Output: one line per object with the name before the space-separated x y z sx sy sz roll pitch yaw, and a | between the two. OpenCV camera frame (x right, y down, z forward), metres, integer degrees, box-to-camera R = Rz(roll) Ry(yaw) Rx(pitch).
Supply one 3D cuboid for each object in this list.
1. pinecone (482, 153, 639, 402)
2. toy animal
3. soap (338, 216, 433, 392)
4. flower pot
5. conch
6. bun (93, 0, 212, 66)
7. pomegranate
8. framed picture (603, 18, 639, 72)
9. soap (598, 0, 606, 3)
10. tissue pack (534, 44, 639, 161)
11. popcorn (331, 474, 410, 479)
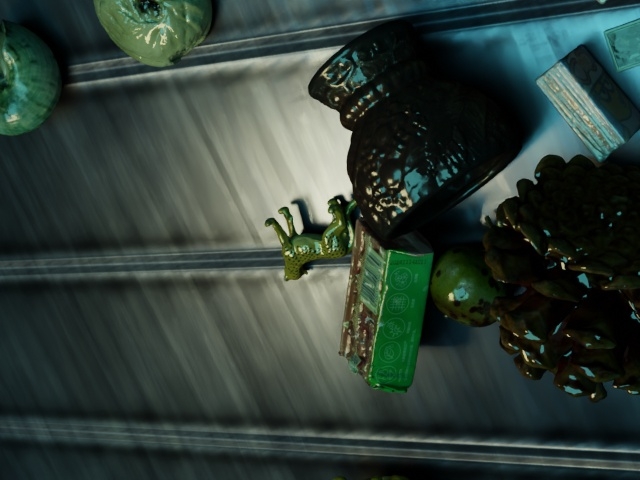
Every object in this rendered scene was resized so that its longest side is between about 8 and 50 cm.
pinecone | 0.402 0.083 1.613 0.384 0.384 0.384 11 115 24
toy animal | 0.000 0.000 1.954 0.181 0.073 0.136 -12 112 18
soap | 0.107 0.103 1.858 0.098 0.218 0.273 0 111 -16
flower pot | 0.128 -0.176 1.706 0.266 0.266 0.267 -41 77 34
conch | -0.567 -0.287 2.095 0.202 0.134 0.196 -43 46 39
bun | -0.297 -0.406 1.911 0.221 0.108 0.221 11 115 24
pomegranate | 0.257 0.059 1.804 0.148 0.148 0.169 42 86 7
framed picture | 0.463 -0.287 1.619 0.089 0.007 0.066 -15 102 31
soap | 0.356 -0.501 1.517 0.281 0.143 0.259 37 125 4
tissue pack | 0.394 -0.201 1.627 0.155 0.115 0.065 50 124 3
popcorn | 0.131 0.540 2.018 0.250 0.235 0.242 -3 151 17
